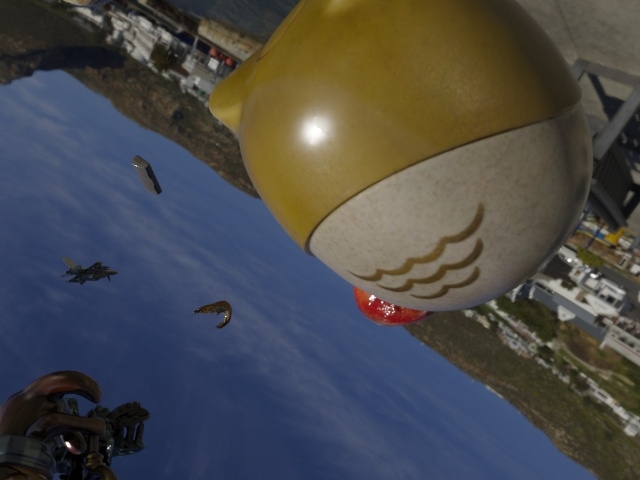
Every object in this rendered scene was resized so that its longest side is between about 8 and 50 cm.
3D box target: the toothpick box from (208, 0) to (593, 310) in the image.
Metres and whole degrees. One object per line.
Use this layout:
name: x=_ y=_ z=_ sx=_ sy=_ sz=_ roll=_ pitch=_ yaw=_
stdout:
toothpick box: x=0.105 y=-0.149 z=0.627 sx=0.425 sy=0.409 sz=0.409 roll=41 pitch=-172 yaw=-20

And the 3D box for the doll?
doll: x=-0.552 y=0.426 z=0.892 sx=0.318 sy=0.209 sz=0.340 roll=-17 pitch=-151 yaw=-6

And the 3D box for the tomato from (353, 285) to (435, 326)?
tomato: x=0.146 y=0.137 z=0.998 sx=0.189 sy=0.099 sz=0.173 roll=27 pitch=171 yaw=1

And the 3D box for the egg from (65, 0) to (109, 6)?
egg: x=-0.504 y=-0.622 z=0.997 sx=0.203 sy=0.245 sz=0.203 roll=30 pitch=-145 yaw=-24

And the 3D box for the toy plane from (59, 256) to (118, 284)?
toy plane: x=-0.797 y=0.118 z=1.625 sx=0.234 sy=0.160 sz=0.082 roll=32 pitch=-148 yaw=-59

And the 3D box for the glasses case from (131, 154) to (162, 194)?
glasses case: x=-0.651 y=-0.241 z=1.743 sx=0.072 sy=0.042 sz=0.190 roll=28 pitch=156 yaw=9

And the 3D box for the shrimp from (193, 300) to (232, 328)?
shrimp: x=-0.337 y=0.234 z=1.451 sx=0.127 sy=0.091 sz=0.025 roll=2 pitch=-174 yaw=-32

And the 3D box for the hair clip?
hair clip: x=-0.607 y=0.535 z=1.239 sx=0.206 sy=0.194 sz=0.310 roll=9 pitch=174 yaw=5
